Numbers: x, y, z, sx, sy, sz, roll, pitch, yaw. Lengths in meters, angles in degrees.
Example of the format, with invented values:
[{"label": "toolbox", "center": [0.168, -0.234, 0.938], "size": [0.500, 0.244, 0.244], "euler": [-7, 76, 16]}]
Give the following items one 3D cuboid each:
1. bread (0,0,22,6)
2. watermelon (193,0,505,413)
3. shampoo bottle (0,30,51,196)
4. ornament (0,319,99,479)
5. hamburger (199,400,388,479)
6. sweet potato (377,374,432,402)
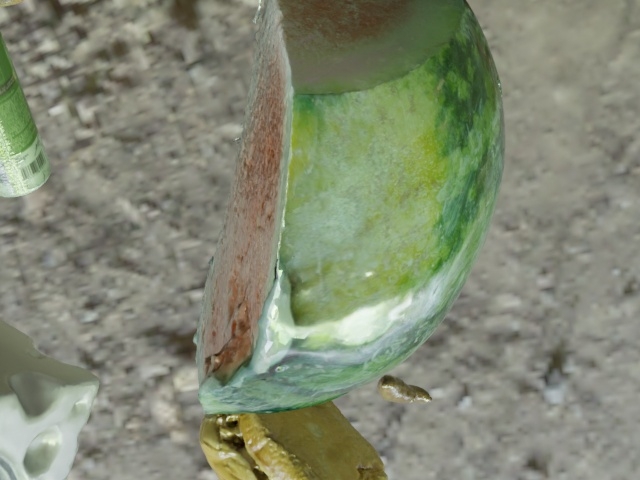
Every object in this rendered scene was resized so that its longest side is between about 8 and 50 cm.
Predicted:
[{"label": "bread", "center": [-0.284, -0.257, 1.510], "size": [0.062, 0.049, 0.103], "euler": [0, 79, -12]}, {"label": "watermelon", "center": [0.000, 0.000, 1.041], "size": [0.180, 0.305, 0.224], "euler": [41, 44, 25]}, {"label": "shampoo bottle", "center": [-0.284, -0.128, 1.451], "size": [0.065, 0.065, 0.204], "euler": [-55, 147, -35]}, {"label": "ornament", "center": [-0.334, 0.157, 1.136], "size": [0.240, 0.240, 0.239], "euler": [-4, 118, -59]}, {"label": "hamburger", "center": [-0.018, 0.164, 1.290], "size": [0.147, 0.083, 0.138], "euler": [49, 21, 11]}, {"label": "sweet potato", "center": [0.076, 0.143, 1.654], "size": [0.115, 0.026, 0.026], "euler": [24, 63, -64]}]
